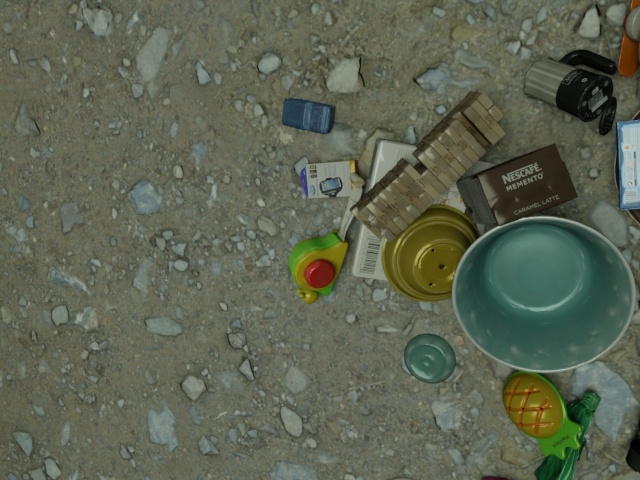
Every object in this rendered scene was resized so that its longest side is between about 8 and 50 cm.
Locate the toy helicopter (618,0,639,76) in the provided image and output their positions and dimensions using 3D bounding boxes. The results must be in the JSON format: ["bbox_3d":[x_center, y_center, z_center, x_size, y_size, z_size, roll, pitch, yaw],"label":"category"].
[{"bbox_3d":[0.609,-0.419,0.950,0.140,0.235,0.355,22,77,-23],"label":"toy helicopter"}]

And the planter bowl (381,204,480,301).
[{"bbox_3d":[0.240,0.042,1.184,0.217,0.090,0.217,-1,106,-3],"label":"planter bowl"}]

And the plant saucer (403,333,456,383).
[{"bbox_3d":[0.245,0.271,1.307,0.119,0.021,0.119,4,101,21],"label":"plant saucer"}]

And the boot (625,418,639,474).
[{"bbox_3d":[0.766,0.356,1.051,0.348,0.131,0.260,15,105,19],"label":"boot"}]

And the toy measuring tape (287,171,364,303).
[{"bbox_3d":[0.000,0.000,1.295,0.121,0.121,0.330,24,115,16],"label":"toy measuring tape"}]

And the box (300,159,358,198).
[{"bbox_3d":[0.021,-0.139,1.322,0.136,0.028,0.081,-1,99,25],"label":"box"}]

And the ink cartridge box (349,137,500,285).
[{"bbox_3d":[0.218,-0.049,1.238,0.261,0.066,0.296,10,105,-6],"label":"ink cartridge box"}]

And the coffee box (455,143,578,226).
[{"bbox_3d":[0.348,-0.096,1.060,0.141,0.246,0.098,-22,91,5],"label":"coffee box"}]

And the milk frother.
[{"bbox_3d":[0.477,-0.268,1.082,0.135,0.129,0.143,47,162,46],"label":"milk frother"}]

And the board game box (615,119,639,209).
[{"bbox_3d":[0.640,-0.141,1.011,0.212,0.039,0.160,-3,99,23],"label":"board game box"}]

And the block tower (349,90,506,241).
[{"bbox_3d":[0.210,-0.139,1.132,0.091,0.097,0.335,44,100,-12],"label":"block tower"}]

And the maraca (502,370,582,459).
[{"bbox_3d":[0.451,0.354,1.183,0.185,0.099,0.127,56,129,30],"label":"maraca"}]

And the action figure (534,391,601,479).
[{"bbox_3d":[0.518,0.418,1.185,0.064,0.137,0.232,18,98,-6],"label":"action figure"}]

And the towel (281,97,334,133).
[{"bbox_3d":[-0.029,-0.284,1.314,0.119,0.029,0.067,15,105,18],"label":"towel"}]

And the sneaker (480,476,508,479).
[{"bbox_3d":[0.430,0.578,1.264,0.170,0.063,0.074,13,98,15],"label":"sneaker"}]

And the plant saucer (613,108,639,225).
[{"bbox_3d":[0.698,-0.138,1.035,0.311,0.050,0.310,4,100,22],"label":"plant saucer"}]

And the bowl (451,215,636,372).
[{"bbox_3d":[0.420,0.080,1.112,0.312,0.163,0.311,6,109,17],"label":"bowl"}]
